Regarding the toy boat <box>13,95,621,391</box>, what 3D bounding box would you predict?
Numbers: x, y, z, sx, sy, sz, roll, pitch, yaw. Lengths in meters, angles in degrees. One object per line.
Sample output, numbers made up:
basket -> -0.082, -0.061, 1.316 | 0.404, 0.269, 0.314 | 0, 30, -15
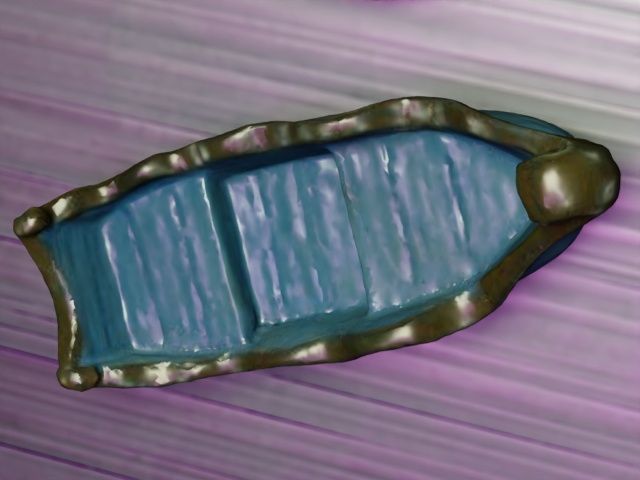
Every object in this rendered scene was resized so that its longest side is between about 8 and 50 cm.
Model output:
toy boat -> 0.000, 0.000, 0.581 | 0.185, 0.077, 0.075 | -11, 96, 19
